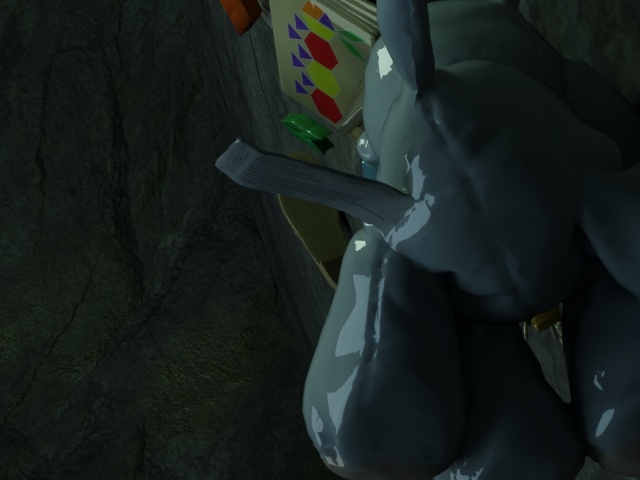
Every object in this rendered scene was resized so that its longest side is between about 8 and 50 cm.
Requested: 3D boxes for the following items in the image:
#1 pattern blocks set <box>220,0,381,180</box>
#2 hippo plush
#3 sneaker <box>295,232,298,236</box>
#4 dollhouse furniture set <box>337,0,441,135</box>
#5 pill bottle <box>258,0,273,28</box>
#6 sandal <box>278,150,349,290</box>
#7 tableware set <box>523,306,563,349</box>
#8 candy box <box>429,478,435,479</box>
[{"bbox_3d":[0.013,-0.172,1.082,0.285,0.026,0.324,40,157,17],"label":"pattern blocks set"},{"bbox_3d":[0.073,-0.016,0.613,0.294,0.234,0.236,30,-159,-18],"label":"hippo plush"},{"bbox_3d":[0.000,0.000,1.822,0.051,0.070,0.134,-179,69,-80],"label":"sneaker"},{"bbox_3d":[0.133,-0.100,0.800,0.182,0.161,0.101,35,139,-14],"label":"dollhouse furniture set"},{"bbox_3d":[-0.016,-0.293,1.103,0.193,0.108,0.108,82,167,-55],"label":"pill bottle"},{"bbox_3d":[-0.003,-0.013,1.745,0.240,0.088,0.079,63,164,18],"label":"sandal"},{"bbox_3d":[0.155,0.034,0.894,0.154,0.024,0.104,-99,-13,-76],"label":"tableware set"},{"bbox_3d":[0.116,0.274,1.318,0.233,0.071,0.159,164,106,-84],"label":"candy box"}]
